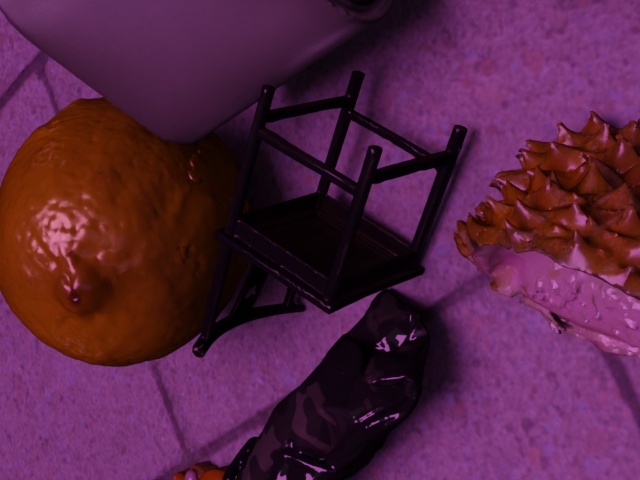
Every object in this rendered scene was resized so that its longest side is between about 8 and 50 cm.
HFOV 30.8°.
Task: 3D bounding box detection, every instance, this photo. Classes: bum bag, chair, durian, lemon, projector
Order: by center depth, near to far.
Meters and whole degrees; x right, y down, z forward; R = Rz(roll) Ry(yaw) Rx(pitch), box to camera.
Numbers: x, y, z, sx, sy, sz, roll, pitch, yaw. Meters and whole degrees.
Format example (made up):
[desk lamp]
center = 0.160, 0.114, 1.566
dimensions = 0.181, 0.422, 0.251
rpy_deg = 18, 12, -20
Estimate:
[durian]
center = 0.203, 0.011, 0.811
dimensions = 0.305, 0.196, 0.185
rpy_deg = 32, 108, 39
[projector]
center = -0.093, -0.266, 0.987
dimensions = 0.249, 0.248, 0.248
rpy_deg = -27, 37, 41
[chair]
center = 0.000, 0.000, 1.014
dimensions = 0.141, 0.155, 0.260
rpy_deg = 33, 120, 28
[bum bag]
center = -0.005, 0.186, 1.075
dimensions = 0.340, 0.095, 0.144
rpy_deg = -54, 19, 27
[lemon]
center = -0.190, -0.010, 1.119
dimensions = 0.284, 0.261, 0.260
rpy_deg = -147, 58, -79

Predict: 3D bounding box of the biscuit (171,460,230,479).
[biscuit]
center = -0.114, 0.310, 1.225
dimensions = 0.170, 0.050, 0.170
rpy_deg = 4, 95, 42
